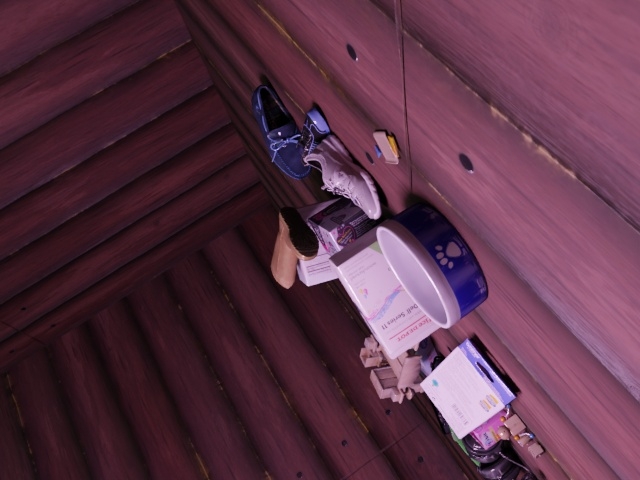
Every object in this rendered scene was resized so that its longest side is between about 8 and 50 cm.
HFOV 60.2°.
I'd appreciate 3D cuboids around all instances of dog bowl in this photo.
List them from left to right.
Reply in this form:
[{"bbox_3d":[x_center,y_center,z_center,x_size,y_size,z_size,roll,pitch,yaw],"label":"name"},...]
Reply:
[{"bbox_3d":[0.239,0.053,1.207,0.265,0.104,0.265,55,173,11],"label":"dog bowl"}]

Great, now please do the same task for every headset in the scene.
[{"bbox_3d":[0.521,0.691,1.741,0.244,0.185,0.394,58,163,-13],"label":"headset"}]

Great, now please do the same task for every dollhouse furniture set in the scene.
[{"bbox_3d":[0.295,0.374,1.950,0.303,0.173,0.356,-120,32,-51],"label":"dollhouse furniture set"}]

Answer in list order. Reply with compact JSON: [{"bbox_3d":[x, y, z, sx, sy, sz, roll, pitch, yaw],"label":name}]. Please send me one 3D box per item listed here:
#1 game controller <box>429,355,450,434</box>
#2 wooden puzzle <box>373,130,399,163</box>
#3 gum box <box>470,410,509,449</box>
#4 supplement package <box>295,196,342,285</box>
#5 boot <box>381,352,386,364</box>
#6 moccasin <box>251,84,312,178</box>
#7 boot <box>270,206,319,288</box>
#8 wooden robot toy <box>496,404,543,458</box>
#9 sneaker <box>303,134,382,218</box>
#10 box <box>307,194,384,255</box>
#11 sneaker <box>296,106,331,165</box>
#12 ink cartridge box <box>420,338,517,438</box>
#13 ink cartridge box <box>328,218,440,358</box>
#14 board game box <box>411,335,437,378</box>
[{"bbox_3d":[0.428,0.545,1.929,0.067,0.167,0.319,5,140,31],"label":"game controller"},{"bbox_3d":[0.140,-0.197,1.161,0.079,0.014,0.116,65,170,-23],"label":"wooden puzzle"},{"bbox_3d":[0.473,0.521,1.646,0.062,0.107,0.188,59,173,-19],"label":"gum box"},{"bbox_3d":[0.000,0.000,1.952,0.199,0.197,0.263,-166,61,-80],"label":"supplement package"},{"bbox_3d":[0.312,0.490,2.414,0.073,0.152,0.197,54,172,19],"label":"boot"},{"bbox_3d":[-0.141,-0.361,1.857,0.342,0.137,0.117,56,168,-1],"label":"moccasin"},{"bbox_3d":[-0.087,0.058,1.797,0.270,0.089,0.236,103,152,-42],"label":"boot"},{"bbox_3d":[0.510,0.514,1.482,0.173,0.079,0.076,55,172,24],"label":"wooden robot toy"},{"bbox_3d":[0.061,-0.150,1.467,0.281,0.115,0.105,53,172,29],"label":"sneaker"},{"bbox_3d":[0.084,-0.031,1.643,0.142,0.163,0.247,60,172,-16],"label":"box"},{"bbox_3d":[-0.024,-0.284,1.568,0.081,0.090,0.232,54,173,21],"label":"sneaker"},{"bbox_3d":[0.397,0.392,1.479,0.186,0.065,0.311,54,149,23],"label":"ink cartridge box"},{"bbox_3d":[0.200,0.147,1.456,0.354,0.207,0.119,58,174,-15],"label":"ink cartridge box"},{"bbox_3d":[0.315,0.350,2.072,0.318,0.065,0.318,44,165,50],"label":"board game box"}]
